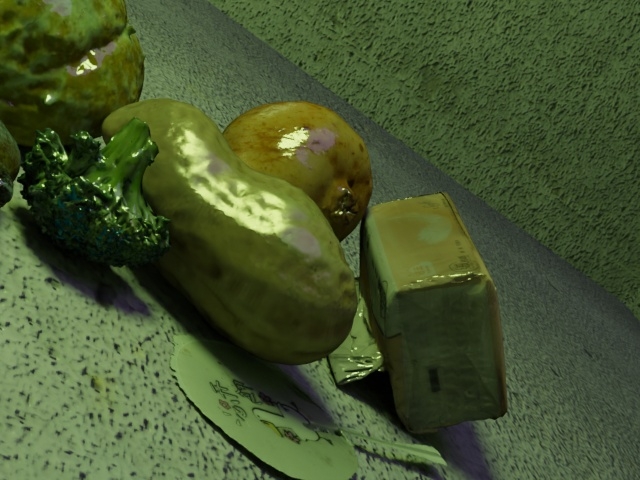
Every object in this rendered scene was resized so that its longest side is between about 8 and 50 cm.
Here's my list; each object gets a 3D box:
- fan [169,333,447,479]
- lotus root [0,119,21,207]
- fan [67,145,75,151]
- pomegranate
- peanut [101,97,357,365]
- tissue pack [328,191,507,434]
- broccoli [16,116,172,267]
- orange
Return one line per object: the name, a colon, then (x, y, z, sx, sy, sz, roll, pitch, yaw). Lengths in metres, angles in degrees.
fan: (0.003, 0.206, 1.253, 0.415, 0.012, 0.233, 24, 19, -38)
lotus root: (-0.358, -0.099, 1.152, 0.192, 0.088, 0.113, 49, 11, 35)
fan: (-0.308, -0.109, 1.475, 0.056, 0.004, 0.083, 33, 16, -20)
pomegranate: (-0.042, -0.078, 1.583, 0.248, 0.248, 0.248, 36, 14, -11)
peanut: (-0.106, -0.022, 1.306, 0.192, 0.169, 0.387, -33, 71, -36)
tissue pack: (0.108, 0.094, 1.533, 0.238, 0.238, 0.305, 35, 15, -17)
broccoli: (-0.227, -0.054, 1.201, 0.167, 0.160, 0.154, 33, -14, 34)
orange: (-0.372, -0.273, 1.378, 0.369, 0.210, 0.271, 36, 38, -3)
